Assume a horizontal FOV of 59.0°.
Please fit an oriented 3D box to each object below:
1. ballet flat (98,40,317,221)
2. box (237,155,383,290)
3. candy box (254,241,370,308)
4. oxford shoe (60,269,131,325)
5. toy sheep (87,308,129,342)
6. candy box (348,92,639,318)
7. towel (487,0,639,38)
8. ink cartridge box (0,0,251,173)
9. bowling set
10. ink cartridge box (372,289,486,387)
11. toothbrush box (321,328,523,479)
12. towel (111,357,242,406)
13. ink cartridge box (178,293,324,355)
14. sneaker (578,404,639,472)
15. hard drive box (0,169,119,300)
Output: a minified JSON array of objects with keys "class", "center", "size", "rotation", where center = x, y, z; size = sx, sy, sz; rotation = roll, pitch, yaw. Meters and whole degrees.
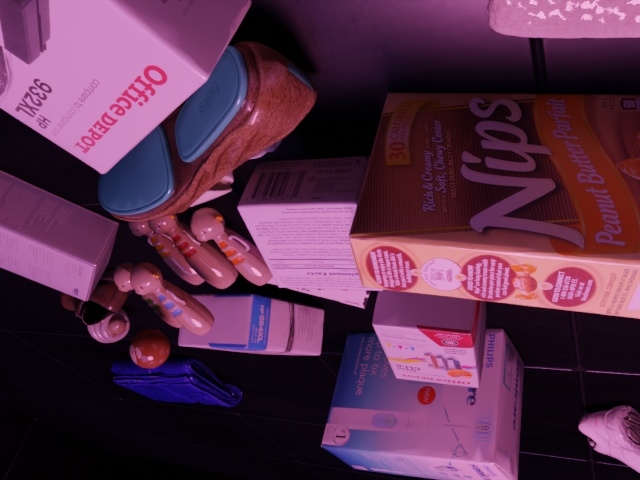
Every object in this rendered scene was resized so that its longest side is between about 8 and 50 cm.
[{"class":"ballet flat","center":[-0.127,-0.101,0.631],"size":[0.124,0.116,0.342],"rotation":[1,159,-43]},{"class":"box","center":[0.001,-0.015,0.601],"size":[0.126,0.072,0.137],"rotation":[0,139,20]},{"class":"candy box","center":[0.000,0.000,0.749],"size":[0.165,0.070,0.196],"rotation":[13,147,5]},{"class":"oxford shoe","center":[-0.466,0.121,1.127],"size":[0.227,0.096,0.083],"rotation":[-15,138,42]},{"class":"toy sheep","center":[-0.463,0.179,1.226],"size":[0.132,0.091,0.091],"rotation":[0,147,48]},{"class":"candy box","center":[0.200,-0.038,0.494],"size":[0.316,0.183,0.087],"rotation":[6,145,17]},{"class":"towel","center":[0.251,-0.211,0.337],"size":[0.282,0.049,0.187],"rotation":[7,145,17]},{"class":"ink cartridge box","center":[-0.248,-0.221,0.472],"size":[0.307,0.129,0.223],"rotation":[36,143,-28]},{"class":"bowling set","center":[-0.214,0.057,0.763],"size":[0.154,0.200,0.287],"rotation":[45,152,-22]},{"class":"ink cartridge box","center":[0.160,0.109,0.790],"size":[0.128,0.127,0.176],"rotation":[2,146,22]},{"class":"toothbrush box","center":[0.175,0.275,0.952],"size":[0.295,0.216,0.126],"rotation":[-6,141,33]},{"class":"towel","center":[-0.392,0.389,1.517],"size":[0.308,0.076,0.227],"rotation":[-7,140,33]},{"class":"ink cartridge box","center":[-0.108,0.143,0.939],"size":[0.148,0.086,0.203],"rotation":[-6,164,33]},{"class":"sneaker","center":[0.575,0.380,1.067],"size":[0.232,0.090,0.115],"rotation":[42,147,-20]},{"class":"hard drive box","center":[-0.473,-0.006,0.941],"size":[0.232,0.089,0.181],"rotation":[26,147,-14]}]
